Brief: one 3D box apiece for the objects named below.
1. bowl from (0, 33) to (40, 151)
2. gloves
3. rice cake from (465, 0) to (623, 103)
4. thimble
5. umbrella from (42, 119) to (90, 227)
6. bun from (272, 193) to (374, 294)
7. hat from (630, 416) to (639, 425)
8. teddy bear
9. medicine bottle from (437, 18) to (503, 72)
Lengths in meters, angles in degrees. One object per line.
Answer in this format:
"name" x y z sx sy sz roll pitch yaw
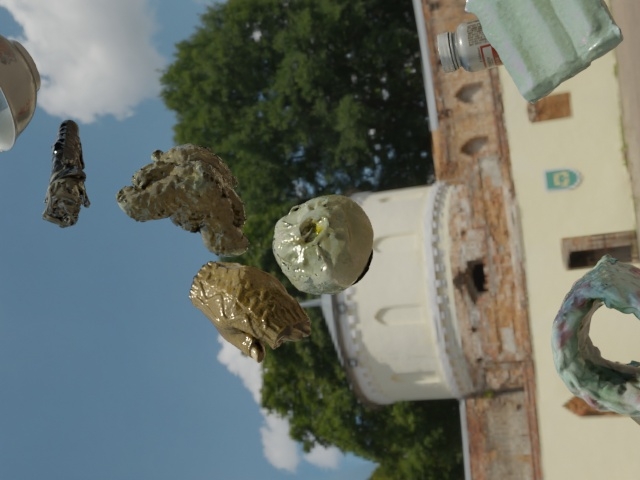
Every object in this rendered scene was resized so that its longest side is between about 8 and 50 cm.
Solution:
"bowl" -0.810 -0.410 1.865 0.157 0.345 0.346 -38 -56 -34
"gloves" -0.182 0.167 1.838 0.203 0.356 0.155 -59 -30 -10
"rice cake" 0.211 -0.273 0.776 0.043 0.127 0.237 -14 -104 -53
"thimble" 0.426 0.131 1.054 0.149 0.185 0.211 -25 -84 -62
"umbrella" -0.617 -0.180 1.837 0.358 0.106 0.113 -105 25 -45
"bun" 0.000 0.000 1.650 0.141 0.239 0.239 47 -140 -53
"hat" 0.583 0.321 1.242 0.144 0.166 0.173 -53 16 51
"teddy bear" -0.253 -0.103 1.468 0.156 0.267 0.256 -62 20 14
"medicine bottle" 0.255 -0.304 1.146 0.079 0.140 0.079 -10 -90 -71
